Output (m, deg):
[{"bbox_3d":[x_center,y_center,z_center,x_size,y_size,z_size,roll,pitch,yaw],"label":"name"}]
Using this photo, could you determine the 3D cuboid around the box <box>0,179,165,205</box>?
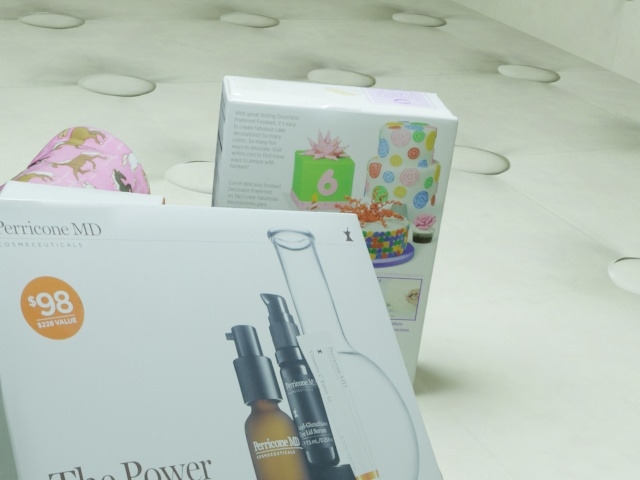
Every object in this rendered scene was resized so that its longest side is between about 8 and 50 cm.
[{"bbox_3d":[-0.248,0.109,1.070,0.168,0.215,0.345,5,24,-5],"label":"box"}]

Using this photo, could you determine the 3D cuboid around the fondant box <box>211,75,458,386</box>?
[{"bbox_3d":[0.000,0.000,1.242,0.238,0.330,0.096,4,24,-9],"label":"fondant box"}]

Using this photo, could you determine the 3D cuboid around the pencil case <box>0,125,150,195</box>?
[{"bbox_3d":[-0.349,-0.018,1.410,0.160,0.167,0.386,-26,13,23],"label":"pencil case"}]

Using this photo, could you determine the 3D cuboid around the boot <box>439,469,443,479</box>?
[{"bbox_3d":[0.020,0.222,1.058,0.165,0.077,0.213,-4,33,-22],"label":"boot"}]

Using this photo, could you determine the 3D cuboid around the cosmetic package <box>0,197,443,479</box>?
[{"bbox_3d":[-0.088,0.118,0.854,0.377,0.097,0.285,1,63,-44],"label":"cosmetic package"}]
